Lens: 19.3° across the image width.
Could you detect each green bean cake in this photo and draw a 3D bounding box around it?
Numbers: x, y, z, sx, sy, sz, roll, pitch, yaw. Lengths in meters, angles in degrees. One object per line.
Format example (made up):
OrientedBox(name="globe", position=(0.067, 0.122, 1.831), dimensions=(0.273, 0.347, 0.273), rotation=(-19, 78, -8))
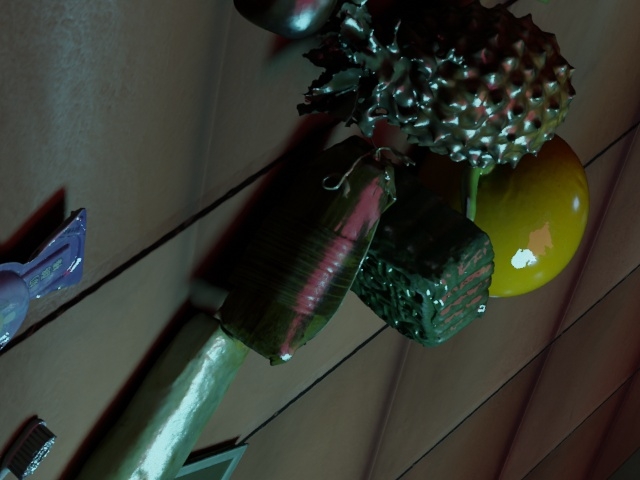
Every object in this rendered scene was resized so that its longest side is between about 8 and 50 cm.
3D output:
OrientedBox(name="green bean cake", position=(0.089, 0.017, 1.992), dimensions=(0.094, 0.181, 0.173), rotation=(-42, 159, -20))

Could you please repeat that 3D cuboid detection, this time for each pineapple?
OrientedBox(name="pineapple", position=(0.103, -0.166, 1.802), dimensions=(0.361, 0.175, 0.175), rotation=(13, 113, -51))

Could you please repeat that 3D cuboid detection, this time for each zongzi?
OrientedBox(name="zongzi", position=(0.000, 0.000, 1.922), dimensions=(0.247, 0.111, 0.241), rotation=(-58, 176, 3))

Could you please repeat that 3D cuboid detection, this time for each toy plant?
OrientedBox(name="toy plant", position=(-0.007, -0.247, 1.507), dimensions=(0.093, 0.093, 0.162), rotation=(-14, 137, -58))

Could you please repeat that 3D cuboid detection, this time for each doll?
OrientedBox(name="doll", position=(0.195, -0.053, 2.088), dimensions=(0.213, 0.213, 0.236), rotation=(-47, 152, -13))

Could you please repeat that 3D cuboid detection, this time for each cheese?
OrientedBox(name="cheese", position=(-0.259, 0.048, 1.518), dimensions=(0.191, 0.042, 0.105), rotation=(-41, 157, -34))

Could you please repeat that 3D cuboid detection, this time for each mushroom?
OrientedBox(name="mushroom", position=(-0.179, 0.212, 1.896), dimensions=(0.312, 0.081, 0.100), rotation=(-59, 158, 3))

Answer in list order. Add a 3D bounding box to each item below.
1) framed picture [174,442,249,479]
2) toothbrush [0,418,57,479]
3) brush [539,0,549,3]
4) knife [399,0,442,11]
OrientedBox(name="framed picture", position=(-0.211, 0.338, 2.105), dimensions=(0.293, 0.018, 0.231), rotation=(-8, 132, -61))
OrientedBox(name="toothbrush", position=(-0.358, 0.313, 1.745), dimensions=(0.354, 0.029, 0.024), rotation=(-53, 146, 2))
OrientedBox(name="brush", position=(0.265, -0.362, 1.949), dimensions=(0.233, 0.047, 0.103), rotation=(-59, 158, 11))
OrientedBox(name="knife", position=(0.092, -0.238, 1.836), dimensions=(0.023, 0.010, 0.170), rotation=(-57, 160, 11))
